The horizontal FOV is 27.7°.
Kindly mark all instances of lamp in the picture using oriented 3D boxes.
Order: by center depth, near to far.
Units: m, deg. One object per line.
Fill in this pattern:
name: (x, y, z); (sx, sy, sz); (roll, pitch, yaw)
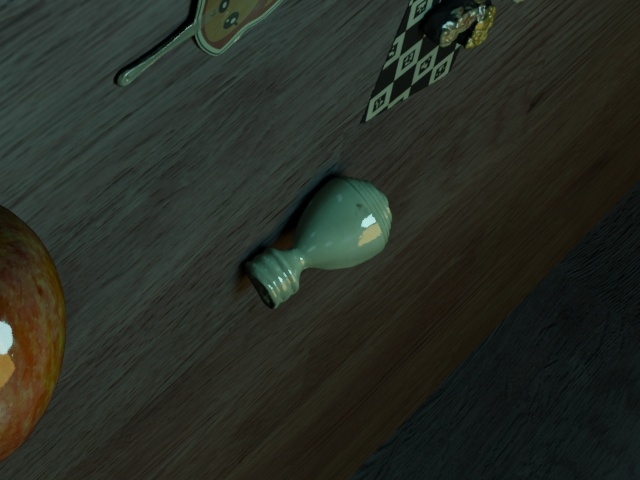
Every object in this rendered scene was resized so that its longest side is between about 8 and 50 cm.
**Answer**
lamp: (0.000, 0.000, 1.522); (0.193, 0.106, 0.106); (-35, 158, -16)

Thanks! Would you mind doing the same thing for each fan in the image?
fan: (-0.086, -0.190, 1.067); (0.220, 0.009, 0.132); (-42, 160, -25)

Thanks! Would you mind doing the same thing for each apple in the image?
apple: (-0.259, 0.058, 0.848); (0.188, 0.188, 0.174); (-32, 149, -45)

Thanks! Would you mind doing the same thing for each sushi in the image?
sushi: (0.158, -0.254, 1.475); (0.192, 0.043, 0.279); (-34, 156, -42)

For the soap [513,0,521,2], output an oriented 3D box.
soap: (0.220, -0.369, 1.305); (0.140, 0.073, 0.232); (-53, 158, -27)
